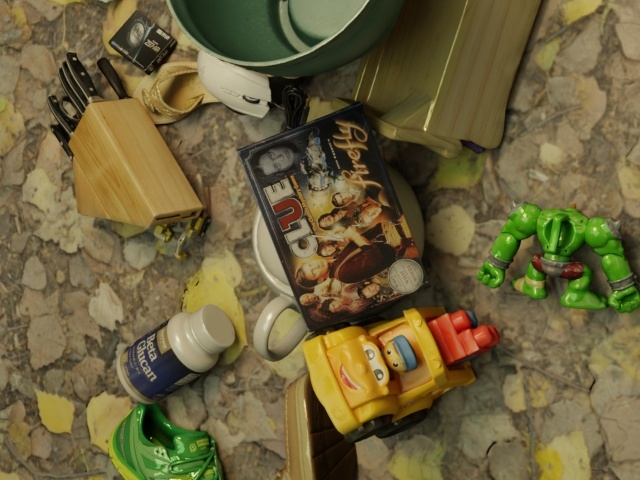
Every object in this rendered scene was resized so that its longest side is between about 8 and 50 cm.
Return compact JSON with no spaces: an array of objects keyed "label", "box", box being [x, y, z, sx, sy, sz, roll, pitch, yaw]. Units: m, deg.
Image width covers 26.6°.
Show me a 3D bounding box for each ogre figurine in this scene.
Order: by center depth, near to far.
[{"label":"ogre figurine","box":[0.297,0.018,1.659,0.197,0.097,0.118,20,114,39]}]

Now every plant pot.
[{"label":"plant pot","box":[-0.014,-0.318,1.596,0.293,0.196,0.293,-5,77,23]}]

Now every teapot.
[{"label":"teapot","box":[0.000,0.000,1.778,0.252,0.187,0.256,-24,81,29]}]

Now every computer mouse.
[{"label":"computer mouse","box":[-0.100,-0.195,1.802,0.193,0.042,0.106,33,134,20]}]

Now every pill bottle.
[{"label":"pill bottle","box":[-0.207,0.161,1.959,0.169,0.094,0.094,-34,76,27]}]

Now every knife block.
[{"label":"knife block","box":[-0.291,-0.153,1.957,0.275,0.088,0.242,11,109,48]}]

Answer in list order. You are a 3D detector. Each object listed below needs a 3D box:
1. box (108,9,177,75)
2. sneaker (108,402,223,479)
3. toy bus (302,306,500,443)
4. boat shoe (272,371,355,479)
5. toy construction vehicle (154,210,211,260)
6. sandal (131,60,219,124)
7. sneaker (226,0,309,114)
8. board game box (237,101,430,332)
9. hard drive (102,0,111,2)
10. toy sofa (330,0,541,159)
[{"label":"box","box":[-0.262,-0.292,1.996,0.083,0.018,0.067,39,85,23]},{"label":"sneaker","box":[-0.191,0.342,1.951,0.295,0.109,0.123,37,114,24]},{"label":"toy bus","box":[0.113,0.150,1.708,0.211,0.220,0.149,-28,76,23]},{"label":"boat shoe","box":[-0.021,0.350,1.845,0.110,0.121,0.341,-5,91,30]},{"label":"toy construction vehicle","box":[-0.209,-0.032,1.985,0.086,0.035,0.098,37,110,23]},{"label":"sandal","box":[-0.201,-0.220,1.944,0.240,0.079,0.088,-6,89,30]},{"label":"sneaker","box":[-0.037,-0.294,1.796,0.330,0.146,0.122,-42,75,22]},{"label":"board game box","box":[0.017,-0.028,1.666,0.165,0.042,0.243,-22,99,1]},{"label":"hard drive","box":[-0.374,-0.553,1.973,0.233,0.047,0.353,29,128,26]},{"label":"toy sofa","box":[0.165,-0.296,1.706,0.150,0.177,0.363,33,110,49]}]
